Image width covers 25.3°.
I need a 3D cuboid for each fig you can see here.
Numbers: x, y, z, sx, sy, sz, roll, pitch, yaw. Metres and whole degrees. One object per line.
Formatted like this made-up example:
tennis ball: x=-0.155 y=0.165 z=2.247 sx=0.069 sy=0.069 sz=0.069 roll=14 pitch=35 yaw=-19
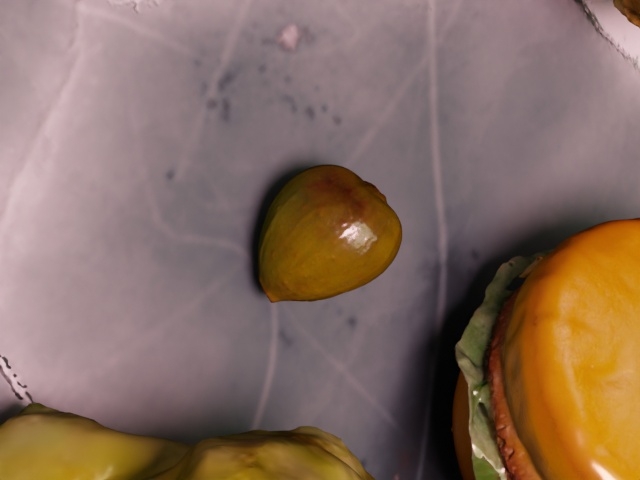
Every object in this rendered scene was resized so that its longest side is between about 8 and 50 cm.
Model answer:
fig: x=0.000 y=0.000 z=0.799 sx=0.088 sy=0.074 sz=0.074 roll=-40 pitch=121 yaw=5

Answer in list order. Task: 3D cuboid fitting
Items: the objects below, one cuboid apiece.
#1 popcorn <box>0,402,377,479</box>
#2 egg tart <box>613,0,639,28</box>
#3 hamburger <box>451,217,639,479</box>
popcorn: x=-0.039 y=0.229 z=0.672 sx=0.279 sy=0.274 sz=0.335 roll=-9 pitch=135 yaw=6
egg tart: x=0.236 y=-0.317 z=0.871 sx=0.339 sy=0.153 sz=0.351 roll=-35 pitch=114 yaw=-28
hamburger: x=0.186 y=0.112 z=0.875 sx=0.246 sy=0.170 sz=0.246 roll=11 pitch=58 yaw=-18
